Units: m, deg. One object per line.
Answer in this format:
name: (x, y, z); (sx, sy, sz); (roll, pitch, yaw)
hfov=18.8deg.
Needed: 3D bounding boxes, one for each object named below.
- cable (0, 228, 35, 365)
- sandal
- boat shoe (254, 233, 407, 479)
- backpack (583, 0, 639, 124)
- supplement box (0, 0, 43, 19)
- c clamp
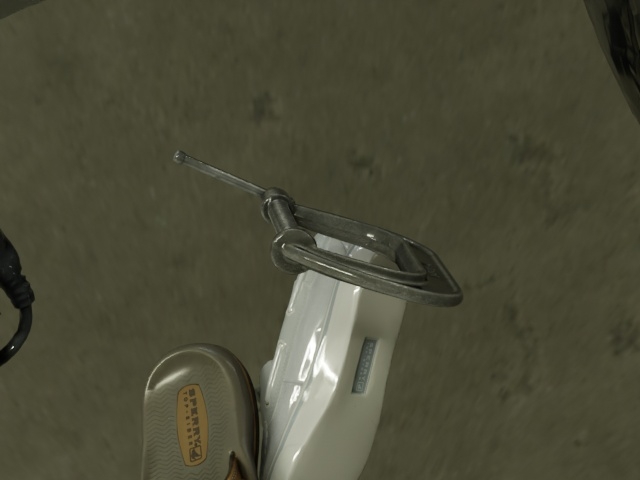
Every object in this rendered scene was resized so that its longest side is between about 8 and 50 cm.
cable: (-0.185, 0.001, 0.625); (0.184, 0.047, 0.150); (52, 46, -8)
sandal: (-0.061, 0.146, 1.030); (0.090, 0.060, 0.219); (-18, 59, 16)
boat shoe: (-0.006, 0.082, 1.105); (0.063, 0.066, 0.184); (18, 97, 40)
backpack: (0.192, -0.106, 0.630); (0.273, 0.355, 0.290); (-25, 53, -15)
supplement box: (-0.275, -0.250, 1.287); (0.111, 0.114, 0.220); (-27, 78, -15)
c clamp: (0.000, 0.000, 0.948); (0.137, 0.160, 0.022); (18, 99, -15)
